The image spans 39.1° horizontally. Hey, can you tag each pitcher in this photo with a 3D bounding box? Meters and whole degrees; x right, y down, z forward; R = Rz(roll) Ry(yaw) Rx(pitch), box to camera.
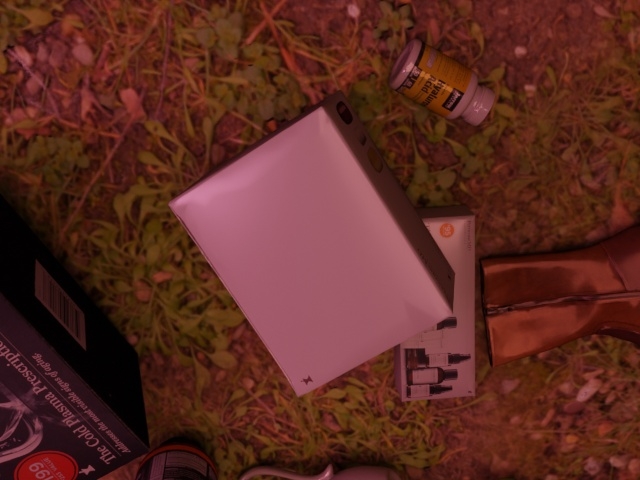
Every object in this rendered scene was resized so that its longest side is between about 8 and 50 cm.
[{"bbox_3d":[0.004,0.351,1.169,0.207,0.125,0.178,-27,91,14],"label":"pitcher"}]

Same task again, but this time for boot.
[{"bbox_3d":[0.354,0.122,1.143,0.280,0.096,0.264,-14,106,-1],"label":"boot"}]

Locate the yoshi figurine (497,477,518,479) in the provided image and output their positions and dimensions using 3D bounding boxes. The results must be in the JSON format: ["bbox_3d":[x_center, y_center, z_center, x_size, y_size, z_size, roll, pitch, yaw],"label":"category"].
[{"bbox_3d":[0.261,0.504,1.201,0.202,0.203,0.362,5,103,-23],"label":"yoshi figurine"}]

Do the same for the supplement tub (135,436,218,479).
[{"bbox_3d":[-0.177,0.315,1.091,0.106,0.198,0.106,-1,104,-5],"label":"supplement tub"}]

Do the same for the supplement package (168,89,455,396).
[{"bbox_3d":[0.000,0.000,1.014,0.204,0.145,0.262,-30,100,17],"label":"supplement package"}]

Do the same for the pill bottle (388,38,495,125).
[{"bbox_3d":[0.143,-0.182,1.055,0.116,0.065,0.065,26,101,-12],"label":"pill bottle"}]

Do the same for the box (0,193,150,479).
[{"bbox_3d":[-0.412,0.149,0.982,0.312,0.179,0.343,-29,126,4],"label":"box"}]

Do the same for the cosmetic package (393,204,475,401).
[{"bbox_3d":[0.142,0.080,1.129,0.098,0.060,0.239,-5,106,-5],"label":"cosmetic package"}]
